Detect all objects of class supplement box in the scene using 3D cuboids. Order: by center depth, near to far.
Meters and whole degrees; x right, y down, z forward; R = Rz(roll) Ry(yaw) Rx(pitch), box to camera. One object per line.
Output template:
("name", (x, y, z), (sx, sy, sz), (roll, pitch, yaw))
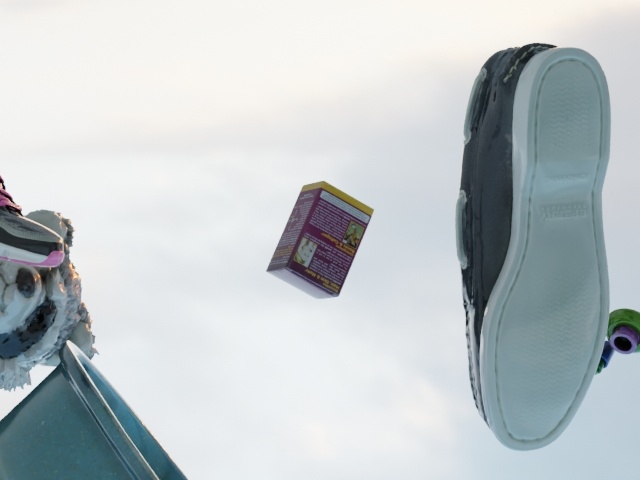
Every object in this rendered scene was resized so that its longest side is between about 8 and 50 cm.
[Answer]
("supplement box", (0.000, 0.000, 1.413), (0.055, 0.083, 0.043), (30, 163, -21))

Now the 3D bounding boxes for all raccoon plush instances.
("raccoon plush", (-0.431, 0.058, 1.669), (0.299, 0.216, 0.446), (-13, -164, -41))

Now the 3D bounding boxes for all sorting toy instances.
("sorting toy", (0.268, 0.098, 1.641), (0.102, 0.061, 0.042), (6, -143, 27))

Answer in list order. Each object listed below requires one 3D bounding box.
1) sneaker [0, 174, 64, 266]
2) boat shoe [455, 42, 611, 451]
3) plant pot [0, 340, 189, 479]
("sneaker", (-0.244, -0.041, 1.196), (0.170, 0.075, 0.063), (30, -179, 18))
("boat shoe", (0.154, 0.004, 1.286), (0.114, 0.302, 0.091), (7, -177, -31))
("plant pot", (-0.210, 0.305, 1.218), (0.334, 0.341, 0.341), (-37, -155, -7))
